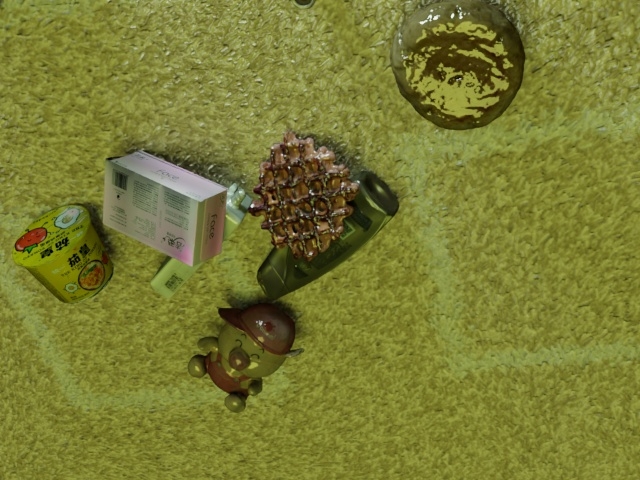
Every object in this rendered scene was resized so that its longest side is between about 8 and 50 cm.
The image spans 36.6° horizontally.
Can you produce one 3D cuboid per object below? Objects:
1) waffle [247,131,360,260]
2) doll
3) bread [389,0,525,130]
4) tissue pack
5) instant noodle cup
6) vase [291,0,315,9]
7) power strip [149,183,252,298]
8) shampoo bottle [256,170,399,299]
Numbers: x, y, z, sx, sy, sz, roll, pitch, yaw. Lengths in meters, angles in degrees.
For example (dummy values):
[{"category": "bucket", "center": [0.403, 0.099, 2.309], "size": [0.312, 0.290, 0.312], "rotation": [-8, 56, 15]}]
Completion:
[{"category": "waffle", "center": [-0.037, -0.079, 1.851], "size": [0.221, 0.055, 0.234], "rotation": [38, 117, 21]}, {"category": "doll", "center": [-0.166, 0.241, 2.109], "size": [0.196, 0.152, 0.256], "rotation": [25, 124, -22]}, {"category": "bread", "center": [0.235, -0.304, 1.630], "size": [0.229, 0.123, 0.230], "rotation": [7, 122, 12]}, {"category": "tissue pack", "center": [-0.306, -0.064, 1.885], "size": [0.246, 0.092, 0.149], "rotation": [24, 119, 27]}, {"category": "instant noodle cup", "center": [-0.532, 0.037, 2.043], "size": [0.182, 0.182, 0.144], "rotation": [-9, 132, 20]}, {"category": "vase", "center": [-0.019, -0.424, 1.615], "size": [0.053, 0.101, 0.053], "rotation": [6, 127, 8]}, {"category": "power strip", "center": [-0.242, 0.000, 1.981], "size": [0.058, 0.098, 0.338], "rotation": [38, 125, -11]}, {"category": "shampoo bottle", "center": [0.000, 0.000, 1.931], "size": [0.125, 0.084, 0.350], "rotation": [45, 124, -7]}]
